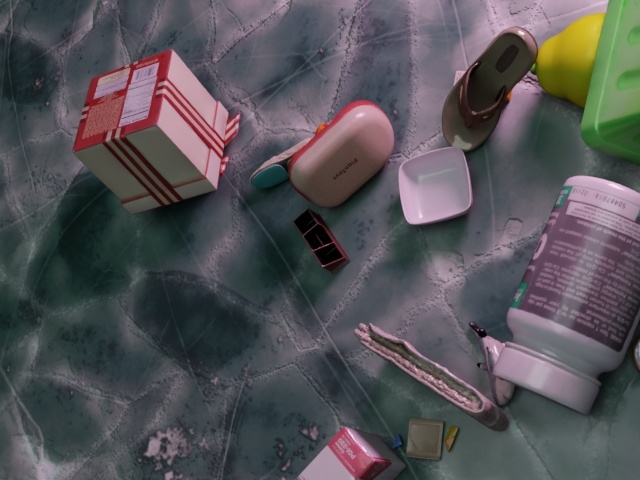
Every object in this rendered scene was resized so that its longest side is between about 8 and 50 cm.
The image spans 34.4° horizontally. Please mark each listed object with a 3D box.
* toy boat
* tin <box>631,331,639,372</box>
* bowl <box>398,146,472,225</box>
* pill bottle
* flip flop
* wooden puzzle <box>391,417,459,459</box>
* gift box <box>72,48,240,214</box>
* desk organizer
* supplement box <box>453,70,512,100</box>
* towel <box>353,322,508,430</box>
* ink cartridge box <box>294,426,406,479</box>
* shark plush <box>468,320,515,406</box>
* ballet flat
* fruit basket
[{"bbox_3d":[0.034,-0.188,2.072,0.231,0.151,0.151,-41,40,10],"label":"toy boat"},{"bbox_3d":[0.599,0.214,1.703,0.106,0.040,0.190,-46,59,3],"label":"tin"},{"bbox_3d":[0.226,-0.099,1.984,0.142,0.053,0.142,-15,69,23],"label":"bowl"},{"bbox_3d":[0.436,0.093,1.727,0.204,0.204,0.361,22,85,31],"label":"pill bottle"},{"bbox_3d":[0.303,-0.274,1.914,0.112,0.080,0.277,40,132,6],"label":"flip flop"},{"bbox_3d":[0.192,0.362,1.884,0.116,0.014,0.079,8,74,29],"label":"wooden puzzle"},{"bbox_3d":[-0.337,-0.236,2.211,0.255,0.258,0.276,-10,51,27],"label":"gift box"},{"bbox_3d":[0.000,0.000,2.073,0.047,0.050,0.130,-40,61,12],"label":"desk organizer"},{"bbox_3d":[0.314,-0.299,1.994,0.098,0.062,0.036,7,79,28],"label":"supplement box"},{"bbox_3d":[0.197,0.238,1.819,0.282,0.187,0.049,32,86,30],"label":"towel"},{"bbox_3d":[0.029,0.447,1.857,0.218,0.158,0.092,-49,60,6],"label":"ink cartridge box"},{"bbox_3d":[0.299,0.214,1.851,0.161,0.073,0.067,55,133,24],"label":"shark plush"},{"bbox_3d":[-0.072,-0.162,2.169,0.168,0.057,0.052,-26,37,15],"label":"ballet flat"},{"bbox_3d":[0.559,-0.304,1.799,0.392,0.282,0.392,-162,90,-73],"label":"fruit basket"}]
